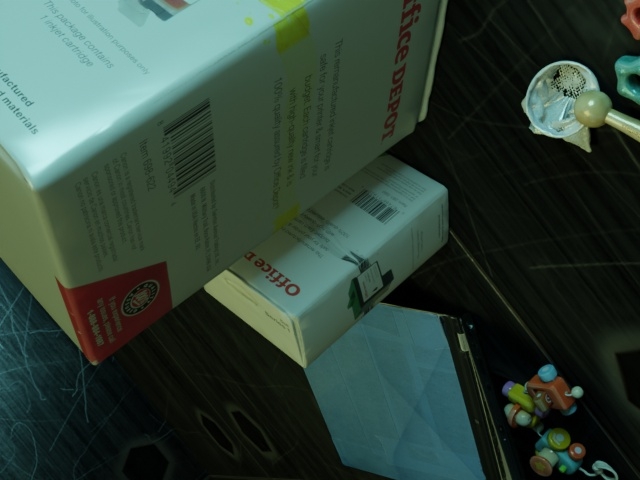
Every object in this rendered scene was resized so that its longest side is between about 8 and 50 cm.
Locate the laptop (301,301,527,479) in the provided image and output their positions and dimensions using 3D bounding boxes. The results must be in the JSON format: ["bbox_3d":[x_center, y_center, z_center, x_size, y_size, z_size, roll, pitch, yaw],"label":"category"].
[{"bbox_3d":[0.114,0.284,1.196,0.407,0.237,0.381,-100,-8,-51],"label":"laptop"}]

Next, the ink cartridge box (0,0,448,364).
[{"bbox_3d":[-0.090,-0.118,0.807,0.160,0.385,0.279,44,156,21],"label":"ink cartridge box"}]

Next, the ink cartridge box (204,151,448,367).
[{"bbox_3d":[0.000,0.000,1.019,0.160,0.219,0.092,35,152,32],"label":"ink cartridge box"}]

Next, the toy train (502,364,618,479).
[{"bbox_3d":[0.253,0.210,1.097,0.125,0.046,0.166,3,128,59],"label":"toy train"}]

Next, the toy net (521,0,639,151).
[{"bbox_3d":[0.209,-0.108,0.715,0.232,0.045,0.122,2,128,59],"label":"toy net"}]
